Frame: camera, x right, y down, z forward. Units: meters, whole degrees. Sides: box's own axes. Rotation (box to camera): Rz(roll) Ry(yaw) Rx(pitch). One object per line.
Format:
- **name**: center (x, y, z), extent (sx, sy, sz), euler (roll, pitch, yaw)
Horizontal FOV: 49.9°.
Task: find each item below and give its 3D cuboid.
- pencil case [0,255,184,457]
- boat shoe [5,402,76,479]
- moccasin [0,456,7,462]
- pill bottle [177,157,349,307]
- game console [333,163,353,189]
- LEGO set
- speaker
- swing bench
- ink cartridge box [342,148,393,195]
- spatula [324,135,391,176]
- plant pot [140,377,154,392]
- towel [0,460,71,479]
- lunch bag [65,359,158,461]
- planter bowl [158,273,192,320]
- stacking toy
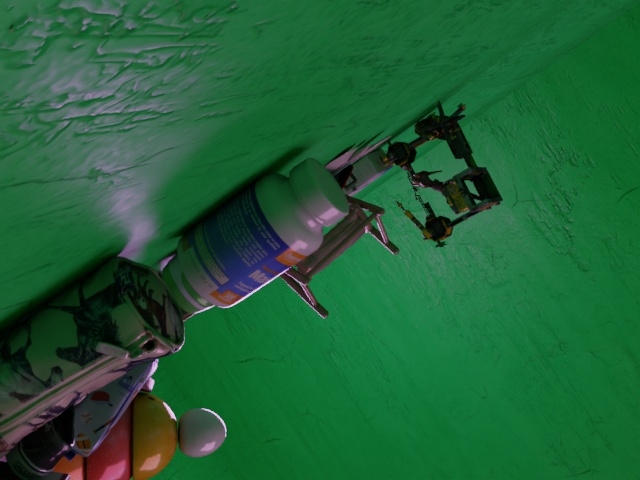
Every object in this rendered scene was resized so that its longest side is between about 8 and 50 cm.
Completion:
- **pencil case**: center (-0.399, 0.189, 0.987), extent (0.410, 0.159, 0.183), euler (-33, -155, 0)
- **boat shoe**: center (-0.458, 0.258, 1.156), extent (0.105, 0.113, 0.306), euler (-39, -152, 3)
- **moccasin**: center (-0.552, 0.343, 1.215), extent (0.117, 0.137, 0.342), euler (-34, 152, -12)
- **pill bottle**: center (-0.092, -0.016, 1.144), extent (0.272, 0.152, 0.152), euler (-33, 178, 19)
- **game console**: center (-0.010, -0.119, 1.523), extent (0.124, 0.085, 0.144), euler (-63, -166, -24)
- **LEGO set**: center (0.283, -0.153, 1.670), extent (0.255, 0.331, 0.192), euler (-20, 176, 26)
- **speaker**: center (-0.154, 0.017, 1.317), extent (0.297, 0.131, 0.131), euler (-34, 178, 7)
- **swing bench**: center (0.000, 0.000, 1.633), extent (0.253, 0.255, 0.165), euler (-42, 139, -14)
- **ink cartridge box**: center (0.093, -0.162, 1.813), extent (0.180, 0.060, 0.104), euler (-35, 178, 34)
- **spatula**: center (0.033, -0.163, 1.557), extent (0.242, 0.019, 0.168), euler (-30, -178, 45)
- **plant pot**: center (-0.510, 0.285, 1.664), extent (0.237, 0.238, 0.109), euler (142, -36, -66)
- **towel**: center (-0.552, 0.359, 0.994), extent (0.237, 0.329, 0.037), euler (-172, -85, -81)
- **lunch bag**: center (-0.437, 0.314, 1.362), extent (0.243, 0.115, 0.303), euler (-57, -175, -23)
- **planter bowl**: center (-0.345, 0.139, 1.453), extent (0.162, 0.109, 0.162), euler (-33, 179, -1)
- **stacking toy**: center (-0.470, 0.472, 1.659), extent (0.480, 0.350, 0.350), euler (1, 166, -17)
